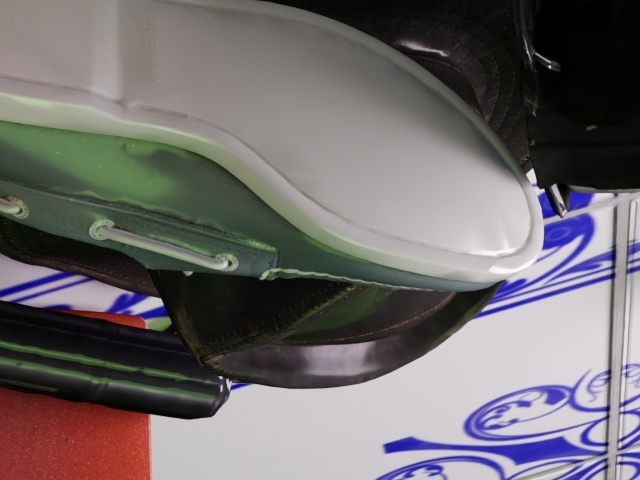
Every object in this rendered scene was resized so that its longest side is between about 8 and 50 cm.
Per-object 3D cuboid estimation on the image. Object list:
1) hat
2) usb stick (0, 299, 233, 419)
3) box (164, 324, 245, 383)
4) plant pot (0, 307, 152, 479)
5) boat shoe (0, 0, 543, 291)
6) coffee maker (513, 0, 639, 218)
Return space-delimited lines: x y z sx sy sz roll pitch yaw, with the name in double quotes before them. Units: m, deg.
"hat" 0.000 0.000 0.917 0.331 0.134 0.331 -13 154 -6
"usb stick" -0.180 0.054 0.949 0.278 0.045 0.077 12 167 -23
"box" -0.062 0.068 1.137 0.083 0.018 0.067 5 146 -36
"plant pot" -0.261 0.190 1.019 0.236 0.267 0.267 15 141 -29
"boat shoe" -0.056 -0.040 0.780 0.319 0.116 0.099 17 142 -20
"coffee maker" 0.182 -0.071 0.782 0.178 0.120 0.171 -1 -179 15
